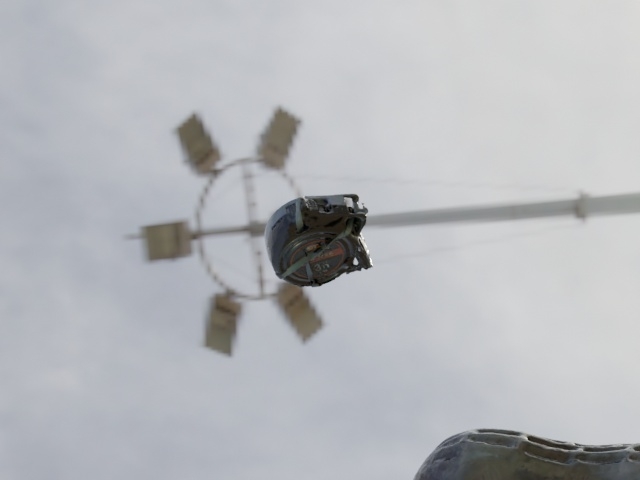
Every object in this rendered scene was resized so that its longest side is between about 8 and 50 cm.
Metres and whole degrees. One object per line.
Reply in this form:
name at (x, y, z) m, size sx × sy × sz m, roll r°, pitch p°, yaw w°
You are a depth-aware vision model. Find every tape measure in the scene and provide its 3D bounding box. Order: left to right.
tape measure at (-0.002, 0.000, 1.660) m, size 0.094 × 0.054 × 0.091 m, roll -13°, pitch -44°, yaw -6°

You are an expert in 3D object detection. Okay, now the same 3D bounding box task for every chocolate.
chocolate at (0.121, 0.120, 0.813) m, size 0.072 × 0.167 × 0.072 m, roll 5°, pitch -90°, yaw -76°
